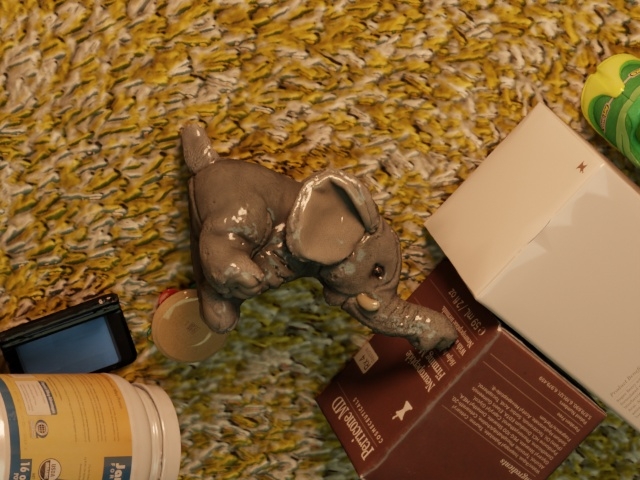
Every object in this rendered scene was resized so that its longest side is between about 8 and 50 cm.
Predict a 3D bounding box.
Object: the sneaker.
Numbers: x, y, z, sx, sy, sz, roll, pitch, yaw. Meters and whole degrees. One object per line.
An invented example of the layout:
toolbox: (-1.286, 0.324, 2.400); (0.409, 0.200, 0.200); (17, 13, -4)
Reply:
sneaker: (0.379, -0.071, 1.877); (0.295, 0.123, 0.109); (31, 102, -26)

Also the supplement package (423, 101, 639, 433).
supplement package: (0.278, 0.037, 1.866); (0.293, 0.175, 0.177); (39, 100, -27)

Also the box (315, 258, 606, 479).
box: (0.137, 0.165, 1.886); (0.167, 0.168, 0.203); (39, 98, -28)

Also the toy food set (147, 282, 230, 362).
toy food set: (-0.127, 0.081, 1.856); (0.082, 0.020, 0.083); (25, 105, -24)

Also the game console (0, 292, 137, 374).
game console: (-0.240, 0.102, 1.806); (0.122, 0.107, 0.071); (-20, 89, -7)

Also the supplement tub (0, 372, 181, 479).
supplement tub: (-0.247, 0.197, 1.791); (0.199, 0.144, 0.144); (2, 113, -31)

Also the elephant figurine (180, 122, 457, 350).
elephant figurine: (0.000, 0.000, 1.785); (0.239, 0.169, 0.186); (-6, 131, -7)
